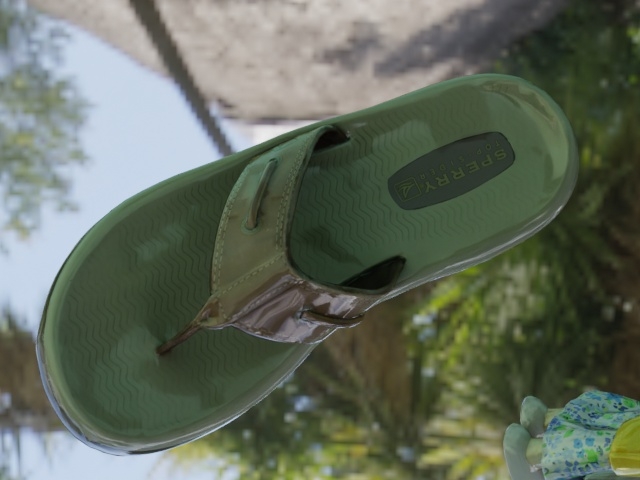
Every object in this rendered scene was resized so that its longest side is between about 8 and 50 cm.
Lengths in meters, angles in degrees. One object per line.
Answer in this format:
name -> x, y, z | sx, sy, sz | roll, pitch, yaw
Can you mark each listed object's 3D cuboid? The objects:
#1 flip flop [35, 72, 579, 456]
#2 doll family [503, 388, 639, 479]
flip flop -> 0.000, 0.000, 0.834 | 0.277, 0.112, 0.080 | -25, 177, -15
doll family -> 0.142, 0.116, 0.736 | 0.163, 0.118, 0.263 | -6, -152, 30
